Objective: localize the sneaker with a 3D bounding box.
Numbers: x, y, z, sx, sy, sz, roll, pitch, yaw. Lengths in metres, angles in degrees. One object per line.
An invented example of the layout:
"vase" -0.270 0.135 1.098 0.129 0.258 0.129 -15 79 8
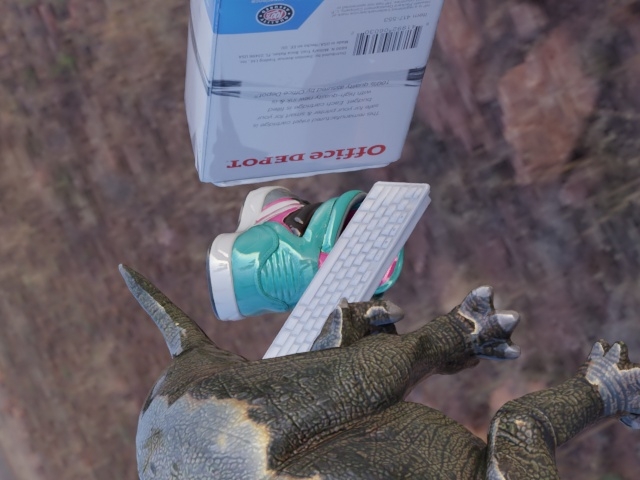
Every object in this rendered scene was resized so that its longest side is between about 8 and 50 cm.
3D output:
"sneaker" 0.000 0.000 1.492 0.295 0.178 0.124 -61 -36 -70

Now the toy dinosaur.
"toy dinosaur" 0.013 0.084 0.499 0.313 0.160 0.121 42 138 24

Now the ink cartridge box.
"ink cartridge box" -0.009 -0.126 0.888 0.191 0.139 0.082 104 155 -56

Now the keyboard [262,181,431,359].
"keyboard" -0.005 0.063 1.023 0.014 0.256 0.072 42 163 -32
